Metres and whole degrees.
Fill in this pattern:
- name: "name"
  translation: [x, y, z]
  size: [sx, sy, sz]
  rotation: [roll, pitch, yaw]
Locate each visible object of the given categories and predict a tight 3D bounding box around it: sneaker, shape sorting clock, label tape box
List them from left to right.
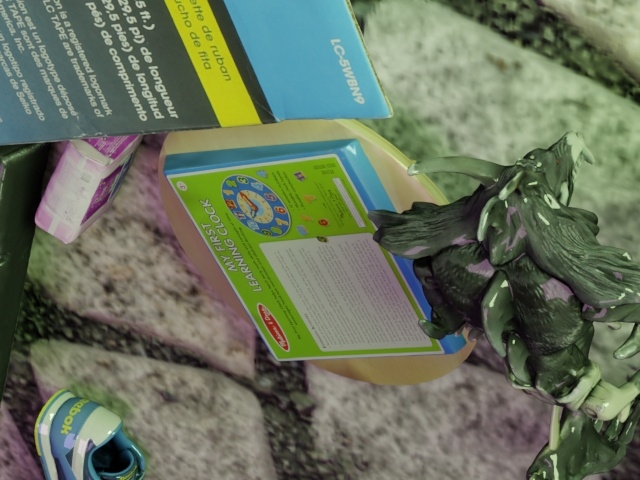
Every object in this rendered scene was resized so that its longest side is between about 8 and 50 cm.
- name: "label tape box"
  translation: [-0.118, -0.176, 0.969]
  size: [0.333, 0.106, 0.241]
  rotation: [-1, 124, 35]
- name: "sneaker"
  translation: [-0.148, 0.167, 1.329]
  size: [0.059, 0.053, 0.144]
  rotation: [9, 131, 26]
- name: "shape sorting clock"
  translation: [0.000, 0.000, 1.088]
  size: [0.206, 0.040, 0.206]
  rotation: [19, 138, 18]

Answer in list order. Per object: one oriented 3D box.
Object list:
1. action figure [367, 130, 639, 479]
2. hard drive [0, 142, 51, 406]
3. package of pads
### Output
- name: "action figure"
  translation: [0.127, 0.023, 0.953]
  size: [0.164, 0.141, 0.276]
  rotation: [9, 146, 32]
- name: "hard drive"
  translation: [-0.342, -0.015, 1.246]
  size: [0.339, 0.064, 0.237]
  rotation: [22, 115, 17]
- name: "package of pads"
  translation: [-0.133, -0.039, 1.140]
  size: [0.032, 0.050, 0.083]
  rotation: [36, 139, 3]
